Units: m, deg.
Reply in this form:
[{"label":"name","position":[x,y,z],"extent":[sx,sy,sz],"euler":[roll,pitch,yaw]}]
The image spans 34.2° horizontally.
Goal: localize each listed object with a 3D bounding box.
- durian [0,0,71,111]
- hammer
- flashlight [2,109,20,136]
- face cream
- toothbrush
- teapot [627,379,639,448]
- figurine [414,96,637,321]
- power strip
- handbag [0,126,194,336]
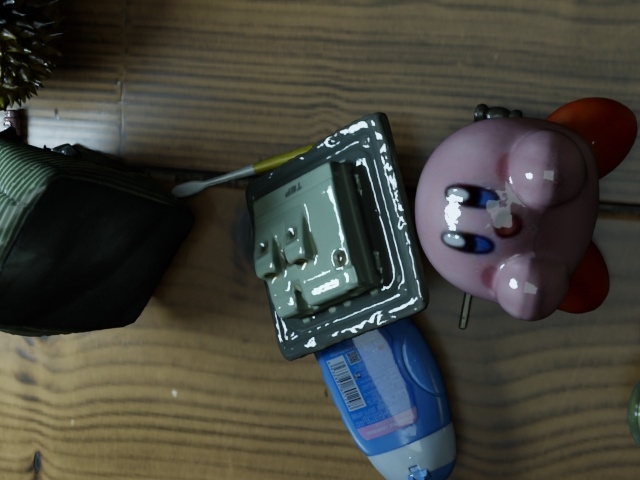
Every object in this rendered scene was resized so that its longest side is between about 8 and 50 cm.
[{"label":"durian","position":[-0.520,-0.325,1.349],"extent":[0.347,0.347,0.384],"euler":[-32,74,15]},{"label":"hammer","position":[0.204,-0.027,1.336],"extent":[0.058,0.029,0.292],"euler":[11,100,15]},{"label":"flashlight","position":[-0.442,-0.132,1.487],"extent":[0.052,0.031,0.110],"euler":[2,96,15]},{"label":"face cream","position":[0.091,0.203,1.355],"extent":[0.149,0.083,0.264],"euler":[-25,89,21]},{"label":"toothbrush","position":[-0.067,-0.102,1.400],"extent":[0.288,0.024,0.021],"euler":[-16,94,13]},{"label":"teapot","position":[0.427,0.192,1.251],"extent":[0.130,0.119,0.166],"euler":[-19,82,8]},{"label":"figurine","position":[0.223,-0.037,1.226],"extent":[0.211,0.261,0.270],"euler":[14,107,29]},{"label":"power strip","position":[-0.001,-0.002,1.294],"extent":[0.257,0.092,0.251],"euler":[-27,64,40]},{"label":"handbag","position":[-0.362,-0.021,1.341],"extent":[0.240,0.340,0.247],"euler":[34,101,27]}]
